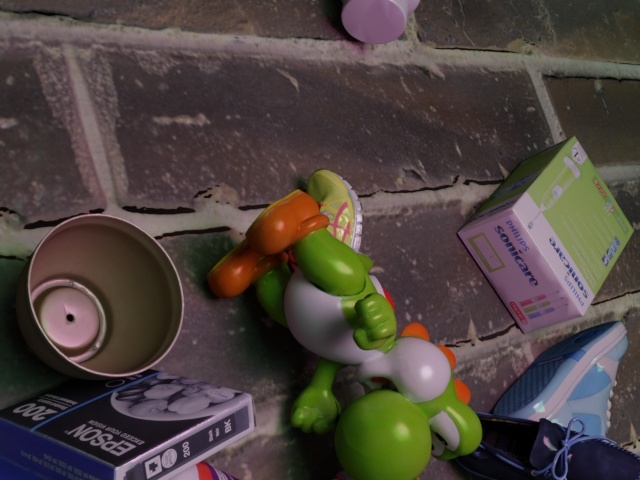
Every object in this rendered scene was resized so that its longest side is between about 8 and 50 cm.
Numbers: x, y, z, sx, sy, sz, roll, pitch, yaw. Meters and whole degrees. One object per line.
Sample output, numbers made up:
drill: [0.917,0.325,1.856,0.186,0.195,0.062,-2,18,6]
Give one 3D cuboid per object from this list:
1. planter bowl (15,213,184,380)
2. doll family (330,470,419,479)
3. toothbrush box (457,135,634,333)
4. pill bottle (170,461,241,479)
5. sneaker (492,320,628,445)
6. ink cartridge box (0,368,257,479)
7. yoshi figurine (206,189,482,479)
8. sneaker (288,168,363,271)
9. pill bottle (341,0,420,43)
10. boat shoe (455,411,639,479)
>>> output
planter bowl: [-0.233,0.068,0.858,0.162,0.109,0.162,18,60,-34]
doll family: [0.095,0.366,1.029,0.163,0.118,0.263,-28,72,-39]
toothbrush box: [0.384,-0.015,1.437,0.206,0.122,0.283,55,45,-8]
pill bottle: [-0.070,0.338,0.825,0.323,0.181,0.182,34,51,-25]
sneaker: [0.412,0.272,1.329,0.319,0.127,0.208,-31,91,-36]
ink cartridge box: [-0.201,0.176,0.770,0.208,0.206,0.045,-23,110,-45]
yoshi figurine: [0.026,0.135,0.973,0.362,0.203,0.203,47,2,1]
sneaker: [0.000,0.000,1.118,0.094,0.081,0.209,9,65,-36]
pill bottle: [0.100,-0.435,1.370,0.136,0.136,0.246,31,53,-28]
boat shoe: [0.288,0.283,1.119,0.109,0.258,0.089,-65,147,-44]
